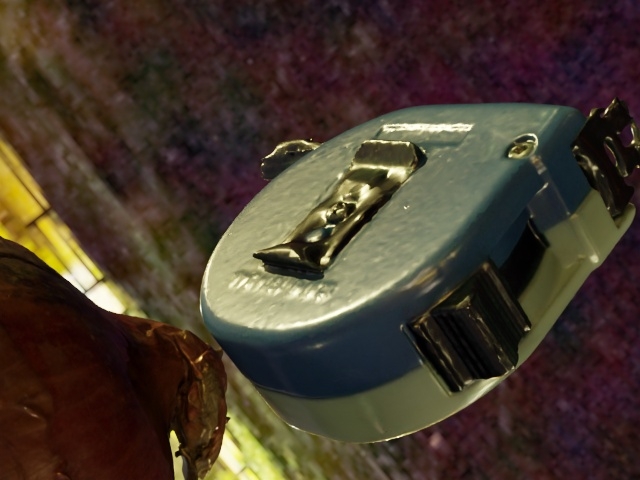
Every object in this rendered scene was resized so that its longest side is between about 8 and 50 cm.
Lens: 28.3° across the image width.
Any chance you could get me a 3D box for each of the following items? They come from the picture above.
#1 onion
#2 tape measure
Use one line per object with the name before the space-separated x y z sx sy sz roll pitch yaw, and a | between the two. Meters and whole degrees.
onion | -0.256 0.155 0.926 0.353 0.354 0.353 47 167 14
tape measure | 0.000 0.000 0.756 0.351 0.215 0.098 4 136 52
